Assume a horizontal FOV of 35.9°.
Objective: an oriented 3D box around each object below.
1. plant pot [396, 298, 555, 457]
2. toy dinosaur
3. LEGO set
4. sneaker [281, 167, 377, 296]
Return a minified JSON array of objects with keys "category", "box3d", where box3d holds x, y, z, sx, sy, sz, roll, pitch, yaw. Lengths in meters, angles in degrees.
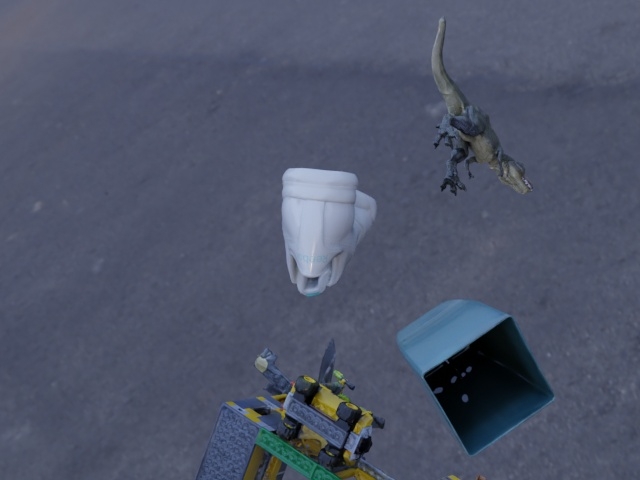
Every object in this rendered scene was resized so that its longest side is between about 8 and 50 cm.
[{"category":"plant pot","box3d":[0.223,0.197,1.586,0.165,0.166,0.234,-33,18,-7]},{"category":"toy dinosaur","box3d":[0.180,-0.135,1.237,0.064,0.268,0.118,-3,44,41]},{"category":"LEGO set","box3d":[0.010,0.255,0.728,0.254,0.332,0.192,18,8,31]},{"category":"sneaker","box3d":[0.000,0.000,0.809,0.080,0.094,0.212,4,-4,8]}]
